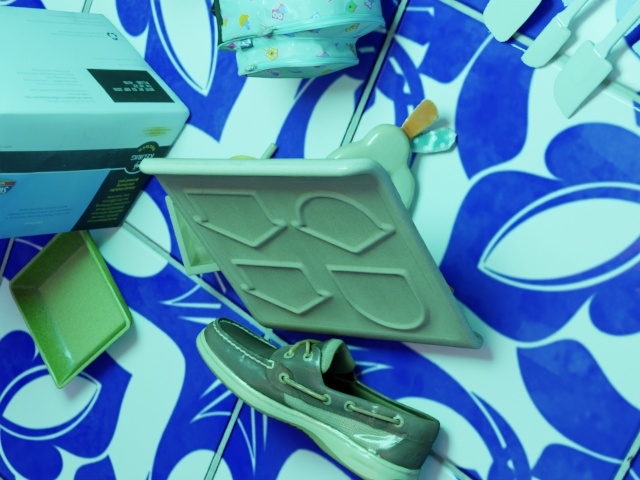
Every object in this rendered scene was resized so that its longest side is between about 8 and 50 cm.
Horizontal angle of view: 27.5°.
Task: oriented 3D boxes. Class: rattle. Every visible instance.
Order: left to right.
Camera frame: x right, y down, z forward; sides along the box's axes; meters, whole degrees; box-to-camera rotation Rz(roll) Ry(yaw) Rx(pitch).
[{"bbox_3d":[0.068,-0.098,1.615,0.130,0.143,0.200,32,98,-4],"label":"rattle"}]

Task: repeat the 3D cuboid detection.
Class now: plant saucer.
[{"bbox_3d":[-0.359,0.092,1.930,0.188,0.045,0.188,-40,72,32],"label":"plant saucer"}]

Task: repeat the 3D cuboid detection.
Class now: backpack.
[{"bbox_3d":[-0.019,-0.270,1.578,0.188,0.166,0.144,-15,86,39],"label":"backpack"}]

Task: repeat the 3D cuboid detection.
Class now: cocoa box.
[{"bbox_3d":[-0.401,-0.157,1.754,0.231,0.347,0.228,48,120,23],"label":"cocoa box"}]

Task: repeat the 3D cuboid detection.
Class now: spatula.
[{"bbox_3d":[0.288,-0.274,1.425,0.168,0.019,0.242,56,133,22],"label":"spatula"}]

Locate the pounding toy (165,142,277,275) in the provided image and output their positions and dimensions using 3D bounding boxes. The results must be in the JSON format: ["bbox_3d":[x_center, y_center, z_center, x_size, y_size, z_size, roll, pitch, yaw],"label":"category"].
[{"bbox_3d":[-0.117,-0.041,1.725,0.130,0.100,0.141,-10,99,37],"label":"pounding toy"}]

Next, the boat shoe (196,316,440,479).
[{"bbox_3d":[-0.001,0.175,1.639,0.342,0.123,0.123,33,105,25],"label":"boat shoe"}]

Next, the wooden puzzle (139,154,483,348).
[{"bbox_3d":[0.000,0.000,1.532,0.322,0.348,0.080,3,54,36],"label":"wooden puzzle"}]
